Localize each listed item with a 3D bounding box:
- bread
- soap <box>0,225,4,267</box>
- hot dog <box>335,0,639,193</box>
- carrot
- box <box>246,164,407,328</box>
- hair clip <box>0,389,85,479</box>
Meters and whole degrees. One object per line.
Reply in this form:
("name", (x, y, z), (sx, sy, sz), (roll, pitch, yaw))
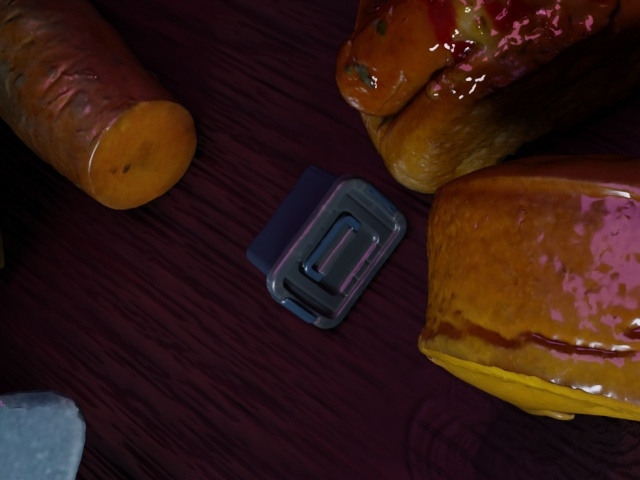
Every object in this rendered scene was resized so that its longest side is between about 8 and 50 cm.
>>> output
("bread", (0.181, 0.031, 0.639), (0.270, 0.195, 0.142), (12, 81, 29))
("soap", (-0.380, -0.144, 0.958), (0.156, 0.335, 0.293), (-22, 44, -26))
("hot dog", (0.122, -0.146, 0.778), (0.257, 0.153, 0.150), (-30, 56, 15))
("carrot", (-0.224, -0.150, 0.994), (0.139, 0.139, 0.302), (-46, 56, 4))
("box", (0.000, 0.000, 0.835), (0.099, 0.074, 0.054), (-53, 43, -2))
("hair clip", (-0.359, 0.179, 0.815), (0.238, 0.392, 0.318), (16, 81, 58))
